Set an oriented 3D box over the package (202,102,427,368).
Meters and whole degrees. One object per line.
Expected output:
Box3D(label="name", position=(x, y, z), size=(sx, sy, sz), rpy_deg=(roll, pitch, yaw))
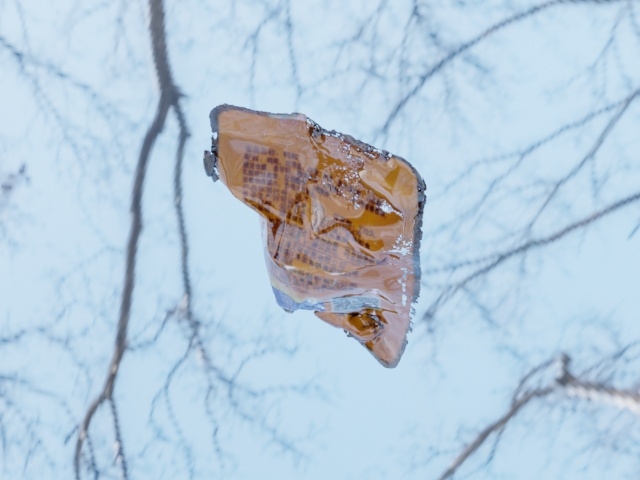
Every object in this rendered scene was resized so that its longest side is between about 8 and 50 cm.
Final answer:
Box3D(label="package", position=(0.000, 0.001, 0.645), size=(0.033, 0.110, 0.077), rpy_deg=(-41, -118, -21))
